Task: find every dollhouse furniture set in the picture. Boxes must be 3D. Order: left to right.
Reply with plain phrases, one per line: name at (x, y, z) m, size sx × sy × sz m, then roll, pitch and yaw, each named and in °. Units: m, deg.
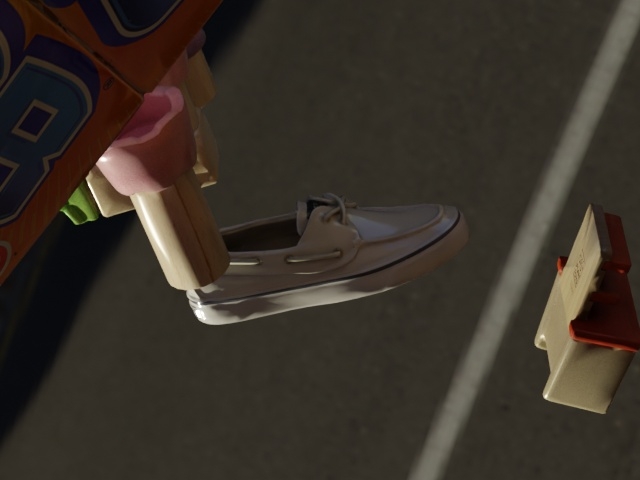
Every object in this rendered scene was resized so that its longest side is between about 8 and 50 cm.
dollhouse furniture set at (0.302, 0.075, 1.467) m, size 0.262 × 0.259 × 0.135 m, roll -90°, pitch 16°, yaw -57°

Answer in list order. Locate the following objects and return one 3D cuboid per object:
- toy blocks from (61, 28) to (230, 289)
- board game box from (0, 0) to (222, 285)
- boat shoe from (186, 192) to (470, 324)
toy blocks at (-0.224, -0.121, 1.261) m, size 0.289 × 0.260 × 0.309 m, roll -16°, pitch 34°, yaw 8°
board game box at (-0.268, -0.215, 0.946) m, size 0.356 × 0.356 × 0.356 m, roll -53°, pitch -20°, yaw -1°
boat shoe at (0.000, 0.000, 1.814) m, size 0.096 × 0.268 × 0.088 m, roll -81°, pitch -24°, yaw -62°
